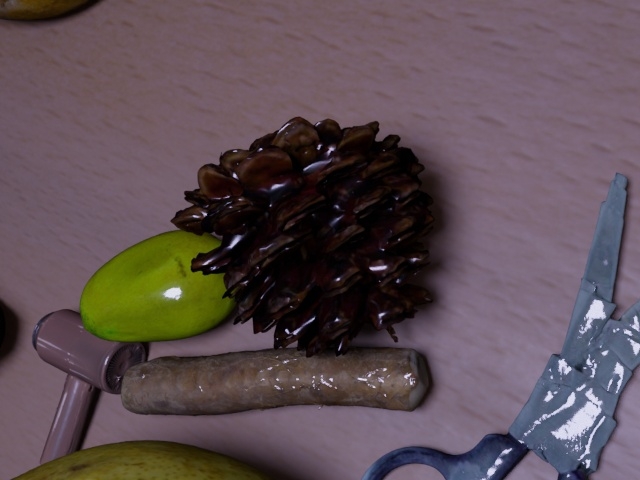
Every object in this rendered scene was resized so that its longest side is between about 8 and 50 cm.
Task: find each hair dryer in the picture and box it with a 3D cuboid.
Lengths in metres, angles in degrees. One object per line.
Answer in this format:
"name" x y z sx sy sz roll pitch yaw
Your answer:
"hair dryer" -0.263 0.171 0.825 0.117 0.064 0.181 16 87 28

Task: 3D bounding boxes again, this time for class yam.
"yam" -0.046 0.130 0.728 0.300 0.066 0.066 -6 72 24

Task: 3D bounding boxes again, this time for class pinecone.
"pinecone" 0.000 0.000 0.668 0.222 0.221 0.221 -7 72 23

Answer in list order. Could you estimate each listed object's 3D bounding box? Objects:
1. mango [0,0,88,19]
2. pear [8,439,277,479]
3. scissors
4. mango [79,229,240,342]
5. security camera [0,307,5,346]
"mango" -0.396 -0.376 1.009 0.316 0.146 0.192 20 85 15
"pear" -0.134 0.293 0.597 0.304 0.304 0.303 -7 72 23
"scissors" 0.198 0.130 0.633 0.256 0.029 0.383 24 88 30
"mango" -0.157 0.042 0.783 0.163 0.089 0.117 -5 50 12
"security camera" -0.489 0.164 0.854 0.277 0.191 0.197 -61 30 -1
